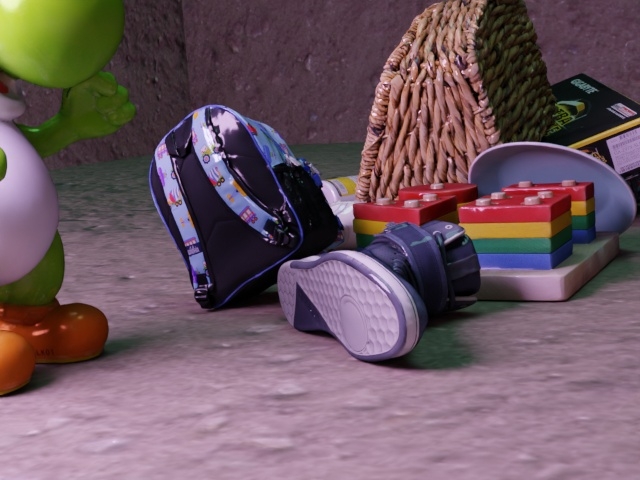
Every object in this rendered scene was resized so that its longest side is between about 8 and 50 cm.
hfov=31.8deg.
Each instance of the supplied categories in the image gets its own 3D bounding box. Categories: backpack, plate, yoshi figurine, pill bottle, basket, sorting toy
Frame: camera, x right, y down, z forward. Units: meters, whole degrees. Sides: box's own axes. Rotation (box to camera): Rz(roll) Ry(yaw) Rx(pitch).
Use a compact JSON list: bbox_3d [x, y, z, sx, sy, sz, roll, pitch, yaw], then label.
[{"bbox_3d":[-0.079,-0.042,1.095,0.158,0.173,0.117,-37,-13,33],"label":"backpack"},{"bbox_3d":[0.257,-0.057,1.242,0.188,0.024,0.188,18,-28,10],"label":"plate"},{"bbox_3d":[-0.227,-0.075,0.860,0.202,0.362,0.203,-7,8,-25],"label":"yoshi figurine"},{"bbox_3d":[0.042,-0.063,1.669,0.116,0.065,0.065,-11,11,-43],"label":"pill bottle"},{"bbox_3d":[0.148,-0.188,1.433,0.223,0.214,0.299,-12,20,29],"label":"basket"},{"bbox_3d":[0.156,-0.009,1.161,0.255,0.090,0.257,0,10,26],"label":"sorting toy"}]

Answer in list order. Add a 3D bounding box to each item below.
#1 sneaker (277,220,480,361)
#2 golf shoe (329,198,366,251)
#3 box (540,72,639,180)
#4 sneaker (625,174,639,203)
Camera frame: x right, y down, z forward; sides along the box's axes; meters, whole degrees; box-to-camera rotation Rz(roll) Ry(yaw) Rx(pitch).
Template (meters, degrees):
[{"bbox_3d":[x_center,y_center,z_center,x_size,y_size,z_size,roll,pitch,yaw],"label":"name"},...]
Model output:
[{"bbox_3d":[0.076,0.035,0.912,0.163,0.086,0.226,-10,9,-20],"label":"sneaker"},{"bbox_3d":[0.000,0.000,1.341,0.176,0.069,0.086,-7,32,-8],"label":"golf shoe"},{"bbox_3d":[0.302,-0.129,1.551,0.257,0.079,0.322,-23,17,4],"label":"box"},{"bbox_3d":[0.434,-0.077,1.541,0.261,0.104,0.125,-8,16,32],"label":"sneaker"}]
